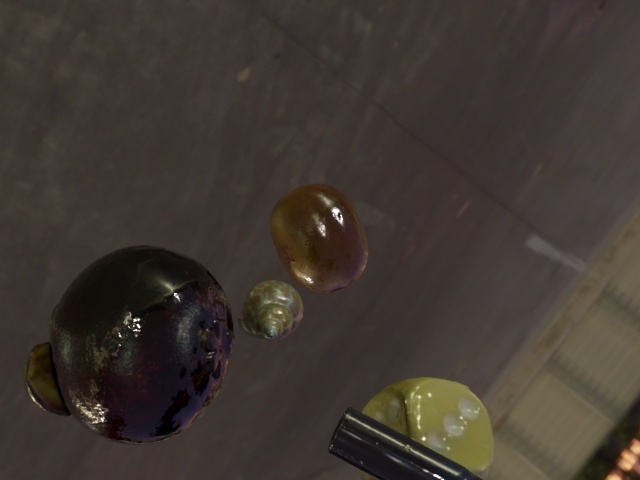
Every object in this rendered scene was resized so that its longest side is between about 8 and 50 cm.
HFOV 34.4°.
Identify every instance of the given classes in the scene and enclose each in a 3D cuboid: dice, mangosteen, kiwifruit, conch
[{"bbox_3d":[0.169,0.332,1.694,0.169,0.166,0.169,12,140,-26],"label":"dice"},{"bbox_3d":[-0.293,0.163,1.627,0.330,0.330,0.330,-45,161,-20],"label":"mangosteen"},{"bbox_3d":[0.000,0.000,2.170,0.196,0.234,0.196,-17,163,-5],"label":"kiwifruit"},{"bbox_3d":[-0.083,0.128,1.803,0.116,0.106,0.173,-30,165,-21],"label":"conch"}]

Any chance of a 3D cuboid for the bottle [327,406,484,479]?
[{"bbox_3d":[0.130,0.319,1.433,0.072,0.244,0.082,-54,166,-46],"label":"bottle"}]
